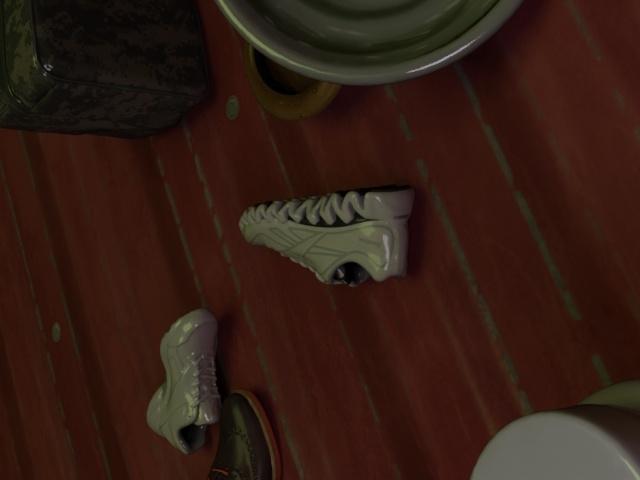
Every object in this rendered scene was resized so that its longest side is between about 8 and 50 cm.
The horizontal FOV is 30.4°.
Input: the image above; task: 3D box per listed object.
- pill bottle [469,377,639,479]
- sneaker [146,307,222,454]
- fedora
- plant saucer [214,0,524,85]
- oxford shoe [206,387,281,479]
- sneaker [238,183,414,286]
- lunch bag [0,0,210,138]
[{"bbox_3d":[0.289,0.197,0.852,0.204,0.361,0.204,-1,89,52],"label":"pill bottle"},{"bbox_3d":[-0.173,0.205,1.679,0.115,0.090,0.232,39,128,38],"label":"sneaker"},{"bbox_3d":[-0.013,-0.238,1.477,0.194,0.079,0.194,1,91,46],"label":"fedora"},{"bbox_3d":[0.061,-0.362,1.276,0.400,0.100,0.401,0,89,13],"label":"plant saucer"},{"bbox_3d":[-0.117,0.336,1.579,0.097,0.098,0.272,-10,81,51],"label":"oxford shoe"},{"bbox_3d":[0.000,0.000,1.443,0.292,0.110,0.118,-3,95,52],"label":"sneaker"},{"bbox_3d":[-0.355,-0.254,1.734,0.256,0.305,0.213,-33,63,45],"label":"lunch bag"}]
